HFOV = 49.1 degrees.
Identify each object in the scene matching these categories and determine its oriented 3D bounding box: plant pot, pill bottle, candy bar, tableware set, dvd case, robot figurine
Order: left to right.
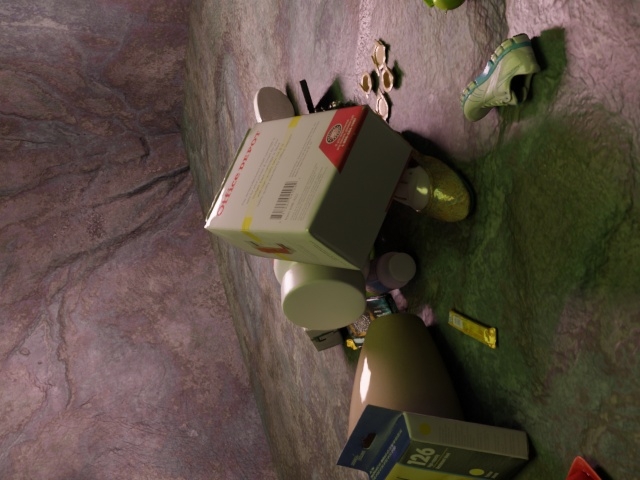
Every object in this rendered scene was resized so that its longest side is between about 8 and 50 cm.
[{"bbox_3d":[-0.006,-0.289,1.913,0.180,0.022,0.253,63,-169,-73],"label":"dvd case"},{"bbox_3d":[0.000,0.000,1.659,0.224,0.223,0.392,103,168,-47],"label":"pill bottle"},{"bbox_3d":[0.132,-0.363,1.602,0.169,0.020,0.141,105,149,-50],"label":"tableware set"},{"bbox_3d":[0.159,0.074,1.636,0.160,0.087,0.087,150,109,-68],"label":"pill bottle"},{"bbox_3d":[0.179,0.307,1.524,0.256,0.256,0.274,112,160,-56],"label":"plant pot"},{"bbox_3d":[0.222,-0.459,1.242,0.101,0.067,0.115,-31,66,37],"label":"robot figurine"},{"bbox_3d":[0.300,0.172,1.399,0.161,0.018,0.040,-154,60,-67],"label":"candy bar"}]

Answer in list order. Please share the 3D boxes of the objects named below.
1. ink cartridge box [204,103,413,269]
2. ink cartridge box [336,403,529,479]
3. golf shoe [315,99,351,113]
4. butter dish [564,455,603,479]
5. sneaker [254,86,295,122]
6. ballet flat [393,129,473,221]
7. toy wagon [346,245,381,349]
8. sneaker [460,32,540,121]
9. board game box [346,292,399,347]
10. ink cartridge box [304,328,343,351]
[{"bbox_3d":[-0.035,-0.107,1.451,0.384,0.160,0.279,5,66,51],"label":"ink cartridge box"},{"bbox_3d":[0.205,0.438,1.377,0.304,0.307,0.072,105,172,-51],"label":"ink cartridge box"},{"bbox_3d":[0.074,-0.253,1.734,0.273,0.105,0.120,-120,12,-57],"label":"golf shoe"},{"bbox_3d":[0.403,0.456,1.104,0.160,0.118,0.160,-125,32,-52],"label":"butter dish"},{"bbox_3d":[-0.138,-0.310,2.200,0.148,0.131,0.350,128,129,-58],"label":"sneaker"},{"bbox_3d":[0.178,-0.133,1.446,0.348,0.123,0.123,-127,33,-51],"label":"ballet flat"},{"bbox_3d":[0.087,0.119,1.887,0.267,0.068,0.345,-175,75,-70],"label":"toy wagon"},{"bbox_3d":[0.294,-0.244,1.149,0.083,0.071,0.191,66,157,20],"label":"sneaker"},{"bbox_3d":[0.129,0.201,1.739,0.186,0.026,0.126,-14,102,51],"label":"board game box"},{"bbox_3d":[-0.009,0.212,2.051,0.219,0.092,0.160,68,-178,-63],"label":"ink cartridge box"}]
